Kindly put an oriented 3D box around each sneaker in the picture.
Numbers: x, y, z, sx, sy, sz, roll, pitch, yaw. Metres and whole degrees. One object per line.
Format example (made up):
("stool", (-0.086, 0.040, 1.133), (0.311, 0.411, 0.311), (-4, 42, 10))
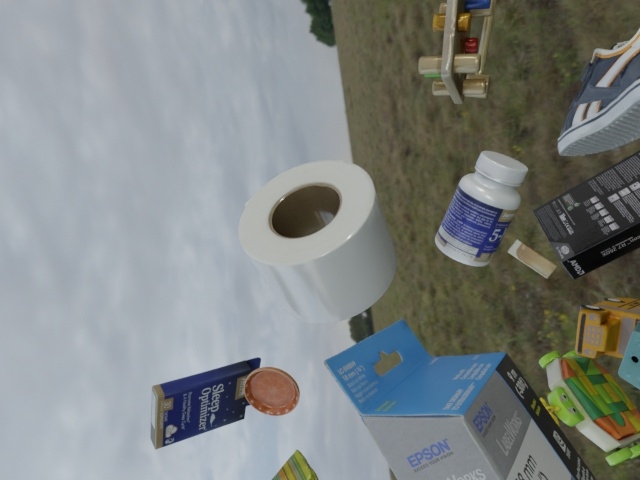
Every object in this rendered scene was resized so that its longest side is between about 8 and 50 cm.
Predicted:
("sneaker", (0.489, -0.238, 0.817), (0.321, 0.126, 0.128), (90, 176, -81))

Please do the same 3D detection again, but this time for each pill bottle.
("pill bottle", (0.290, -0.058, 0.899), (0.112, 0.111, 0.187), (-89, 14, -61))

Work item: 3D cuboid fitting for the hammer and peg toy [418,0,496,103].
("hammer and peg toy", (0.322, -0.462, 1.154), (0.361, 0.127, 0.266), (-6, -79, -68))

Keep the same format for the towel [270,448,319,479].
("towel", (-0.097, 0.448, 0.794), (0.021, 0.237, 0.102), (44, 170, -12))

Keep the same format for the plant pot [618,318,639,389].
("plant pot", (0.663, 0.194, 0.898), (0.165, 0.234, 0.166), (40, 139, 51))

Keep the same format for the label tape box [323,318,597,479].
("label tape box", (0.182, 0.228, 0.567), (0.334, 0.106, 0.240), (57, -153, 14))

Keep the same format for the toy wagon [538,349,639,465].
("toy wagon", (0.631, 0.384, 1.179), (0.344, 0.068, 0.267), (10, -139, -40))

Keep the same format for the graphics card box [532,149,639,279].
("graphics card box", (0.777, -0.081, 1.310), (0.094, 0.370, 0.233), (43, -153, -30))

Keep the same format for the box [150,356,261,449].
("box", (-0.216, 0.315, 0.986), (0.036, 0.225, 0.137), (39, 128, 44))

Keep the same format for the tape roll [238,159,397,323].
("tape roll", (0.000, 0.000, 0.884), (0.246, 0.245, 0.169), (-93, -18, -45))

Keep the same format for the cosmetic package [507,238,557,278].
("cosmetic package", (0.536, 0.045, 1.272), (0.041, 0.115, 0.060), (-57, -13, 13))

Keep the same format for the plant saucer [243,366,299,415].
("plant saucer", (-0.071, 0.220, 0.735), (0.013, 0.083, 0.084), (-65, -32, -65))

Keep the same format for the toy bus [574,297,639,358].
("toy bus", (0.716, 0.207, 1.188), (0.332, 0.130, 0.108), (-1, -82, -46))
